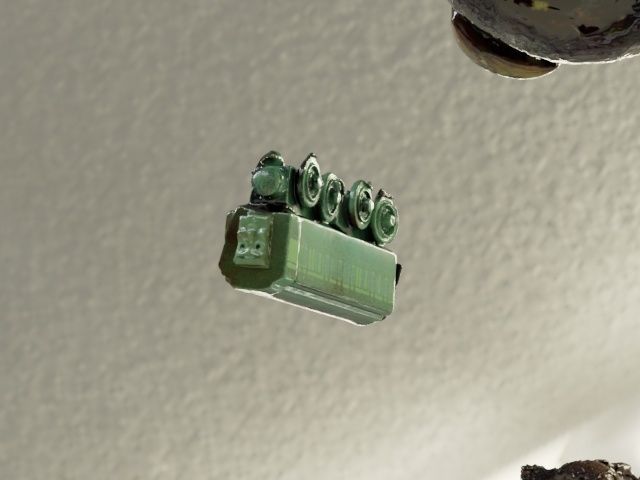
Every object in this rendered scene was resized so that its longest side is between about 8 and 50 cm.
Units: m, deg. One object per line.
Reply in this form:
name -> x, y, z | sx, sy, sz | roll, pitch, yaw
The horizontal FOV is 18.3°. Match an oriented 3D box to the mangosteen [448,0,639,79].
mangosteen -> 0.144, -0.176, 1.110 | 0.192, 0.192, 0.217 | 28, -19, 11

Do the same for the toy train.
toy train -> 0.000, 0.000, 0.973 | 0.038, 0.071, 0.148 | 7, -6, 26

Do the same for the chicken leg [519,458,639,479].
chicken leg -> 0.145, 0.126, 1.055 | 0.083, 0.021, 0.036 | 9, -6, -37
